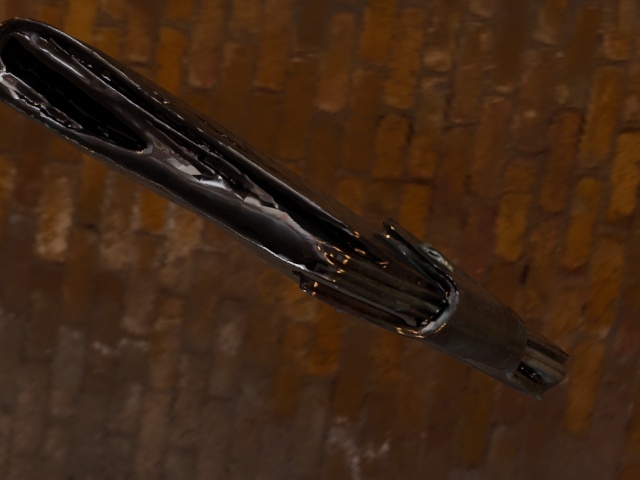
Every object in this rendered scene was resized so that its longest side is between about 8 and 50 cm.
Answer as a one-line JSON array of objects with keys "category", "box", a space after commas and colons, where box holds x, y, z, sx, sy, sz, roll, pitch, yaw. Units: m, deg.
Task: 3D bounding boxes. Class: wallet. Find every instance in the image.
[{"category": "wallet", "box": [0.000, 0.000, 0.707, 0.172, 0.318, 0.045, 30, -91, 26]}]
